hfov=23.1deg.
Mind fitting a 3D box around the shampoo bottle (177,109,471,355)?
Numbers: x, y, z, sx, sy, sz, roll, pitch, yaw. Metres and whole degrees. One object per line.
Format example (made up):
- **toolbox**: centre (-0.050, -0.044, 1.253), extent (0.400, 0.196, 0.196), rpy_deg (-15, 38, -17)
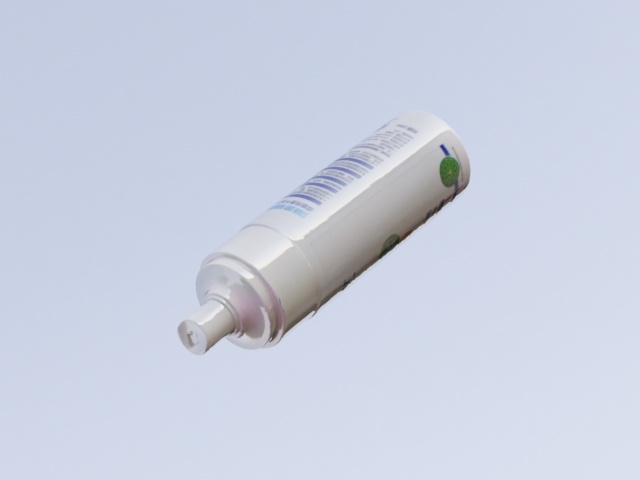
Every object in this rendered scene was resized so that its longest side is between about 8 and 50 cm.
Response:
- **shampoo bottle**: centre (0.000, 0.000, 1.243), extent (0.303, 0.092, 0.092), rpy_deg (-38, -36, -39)
